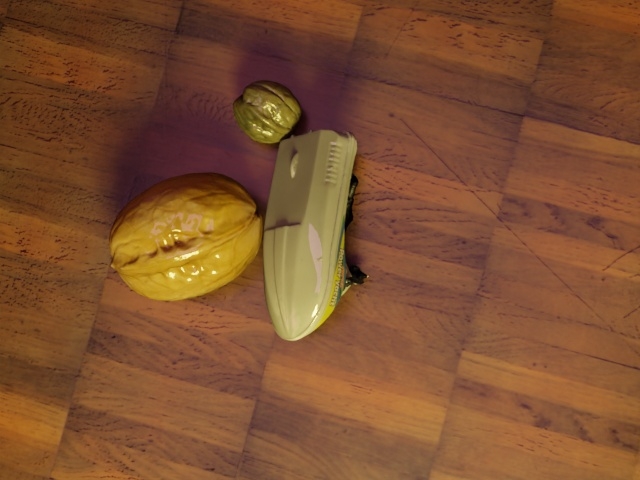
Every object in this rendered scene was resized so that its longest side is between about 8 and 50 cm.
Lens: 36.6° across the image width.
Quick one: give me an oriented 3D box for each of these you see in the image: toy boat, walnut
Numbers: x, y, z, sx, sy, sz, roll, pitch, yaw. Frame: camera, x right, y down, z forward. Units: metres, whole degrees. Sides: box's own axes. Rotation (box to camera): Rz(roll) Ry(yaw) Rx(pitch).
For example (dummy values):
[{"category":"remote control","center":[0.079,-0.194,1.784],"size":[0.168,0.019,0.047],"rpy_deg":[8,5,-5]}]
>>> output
[{"category":"toy boat","center":[-0.005,-0.006,1.262],"size":[0.141,0.141,0.269],"rpy_deg":[-3,85,6]},{"category":"walnut","center":[-0.176,-0.003,1.265],"size":[0.207,0.159,0.159],"rpy_deg":[-19,84,0]},{"category":"walnut","center":[-0.072,-0.172,1.301],"size":[0.092,0.092,0.092],"rpy_deg":[-1,86,7]}]
